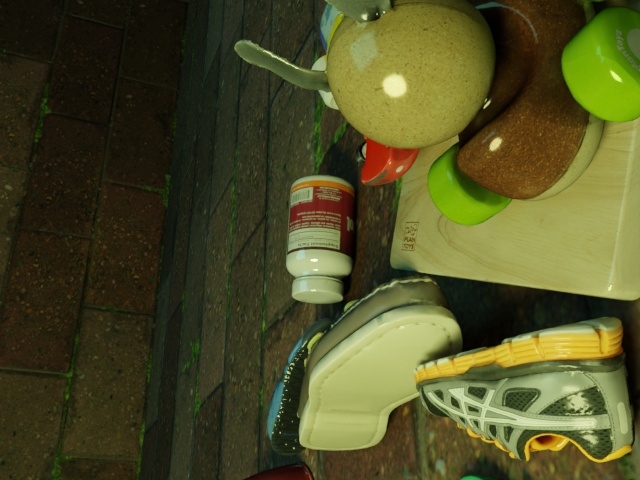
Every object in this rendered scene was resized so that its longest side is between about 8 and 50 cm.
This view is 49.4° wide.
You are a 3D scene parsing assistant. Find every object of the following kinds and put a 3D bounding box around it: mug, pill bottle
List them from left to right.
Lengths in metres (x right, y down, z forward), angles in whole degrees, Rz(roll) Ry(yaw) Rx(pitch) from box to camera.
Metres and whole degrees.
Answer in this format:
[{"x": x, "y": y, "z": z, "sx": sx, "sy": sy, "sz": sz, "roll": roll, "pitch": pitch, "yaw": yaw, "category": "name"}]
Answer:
[{"x": 0.000, "y": 0.000, "z": 0.887, "sx": 0.086, "sy": 0.086, "sz": 0.151, "roll": 143, "pitch": 134, "yaw": -62, "category": "pill bottle"}, {"x": 0.025, "y": -0.223, "z": 0.970, "sx": 0.078, "sy": 0.062, "sz": 0.064, "roll": 114, "pitch": 149, "yaw": -50, "category": "mug"}]

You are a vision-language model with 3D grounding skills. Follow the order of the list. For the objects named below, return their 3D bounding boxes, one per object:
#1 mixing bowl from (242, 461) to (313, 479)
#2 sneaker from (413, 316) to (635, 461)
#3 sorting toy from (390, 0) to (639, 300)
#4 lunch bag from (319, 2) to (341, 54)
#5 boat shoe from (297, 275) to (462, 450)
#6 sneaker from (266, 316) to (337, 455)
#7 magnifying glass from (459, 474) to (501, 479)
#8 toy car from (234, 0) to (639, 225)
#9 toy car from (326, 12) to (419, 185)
[{"x": -0.078, "y": 0.378, "z": 0.899, "sx": 0.181, "sy": 0.098, "sz": 0.181, "roll": -171, "pitch": 90, "yaw": -69, "category": "mixing bowl"}, {"x": 0.133, "y": 0.113, "z": 0.490, "sx": 0.215, "sy": 0.084, "sz": 0.083, "roll": 135, "pitch": 123, "yaw": -67, "category": "sneaker"}, {"x": 0.163, "y": -0.092, "z": 0.488, "sx": 0.257, "sy": 0.090, "sz": 0.255, "roll": -177, "pitch": 97, "yaw": -70, "category": "sorting toy"}, {"x": 0.055, "y": -0.300, "z": 0.871, "sx": 0.128, "sy": 0.096, "sz": 0.151, "roll": -63, "pitch": 36, "yaw": 39, "category": "lunch bag"}, {"x": 0.041, "y": 0.110, "z": 0.656, "sx": 0.324, "sy": 0.117, "sz": 0.096, "roll": 108, "pitch": 164, "yaw": -57, "category": "boat shoe"}, {"x": -0.024, "y": 0.174, "z": 0.894, "sx": 0.082, "sy": 0.069, "sz": 0.209, "roll": -109, "pitch": 35, "yaw": -60, "category": "sneaker"}, {"x": 0.141, "y": 0.260, "z": 0.475, "sx": 0.231, "sy": 0.026, "sz": 0.092, "roll": -114, "pitch": 39, "yaw": -60, "category": "magnifying glass"}, {"x": 0.055, "y": -0.105, "z": 0.375, "sx": 0.155, "sy": 0.189, "sz": 0.148, "roll": 135, "pitch": 140, "yaw": -57, "category": "toy car"}, {"x": 0.078, "y": -0.186, "z": 0.554, "sx": 0.239, "sy": 0.053, "sz": 0.225, "roll": -103, "pitch": 31, "yaw": -46, "category": "toy car"}]
